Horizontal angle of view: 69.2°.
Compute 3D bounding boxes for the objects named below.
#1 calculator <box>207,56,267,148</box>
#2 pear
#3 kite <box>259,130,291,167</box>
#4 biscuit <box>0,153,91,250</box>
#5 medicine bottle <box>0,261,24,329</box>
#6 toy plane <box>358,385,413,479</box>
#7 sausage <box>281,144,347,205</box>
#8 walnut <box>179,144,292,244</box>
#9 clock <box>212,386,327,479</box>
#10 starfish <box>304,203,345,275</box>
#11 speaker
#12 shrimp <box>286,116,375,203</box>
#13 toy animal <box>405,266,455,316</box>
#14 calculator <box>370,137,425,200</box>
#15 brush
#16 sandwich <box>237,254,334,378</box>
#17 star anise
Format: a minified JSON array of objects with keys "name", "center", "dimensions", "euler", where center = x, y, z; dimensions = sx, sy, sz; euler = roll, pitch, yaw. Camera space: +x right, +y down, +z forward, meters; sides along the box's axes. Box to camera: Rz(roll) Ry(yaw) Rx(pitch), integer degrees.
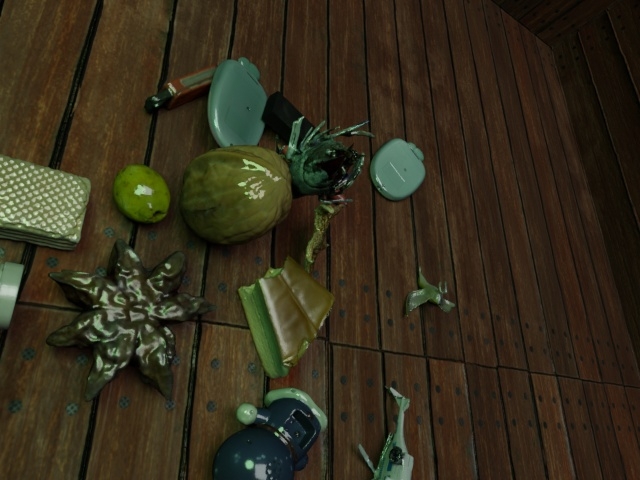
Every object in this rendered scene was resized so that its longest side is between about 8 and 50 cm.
[{"name":"calculator","center":[-0.201,-0.344,1.168],"dimensions":[0.185,0.041,0.298],"euler":[42,48,-46]},{"name":"pear","center":[-0.364,-0.095,0.944],"dimensions":[0.107,0.107,0.131],"euler":[-30,78,-41]},{"name":"kite","center":[-0.114,-0.253,1.265],"dimensions":[0.198,0.006,0.244],"euler":[-8,75,-39]},{"name":"biscuit","center":[-0.619,-0.092,0.762],"dimensions":[0.426,0.078,0.143],"euler":[16,62,-30]},{"name":"medicine bottle","center":[-0.591,0.064,0.679],"dimensions":[0.250,0.131,0.131],"euler":[14,62,-31]},{"name":"toy plane","center":[0.189,0.494,1.098],"dimensions":[0.182,0.107,0.273],"euler":[53,44,-12]},{"name":"sausage","center":[-0.013,-0.177,1.283],"dimensions":[0.253,0.034,0.034],"euler":[41,51,-19]},{"name":"walnut","center":[-0.176,-0.097,0.982],"dimensions":[0.225,0.261,0.224],"euler":[26,57,-49]},{"name":"clock","center":[-0.102,0.404,0.895],"dimensions":[0.199,0.147,0.243],"euler":[56,41,-9]},{"name":"starfish","center":[0.000,0.000,1.127],"dimensions":[0.062,0.235,0.277],"euler":[16,35,5]},{"name":"speaker","center":[-0.062,-0.301,1.266],"dimensions":[0.218,0.044,0.082],"euler":[36,52,-38]},{"name":"shrimp","center":[-0.010,-0.160,1.040],"dimensions":[0.221,0.411,0.166],"euler":[45,56,-17]},{"name":"toy animal","center":[0.335,0.145,1.371],"dimensions":[0.219,0.095,0.155],"euler":[6,71,-36]},{"name":"calculator","center":[0.262,-0.240,1.519],"dimensions":[0.184,0.042,0.295],"euler":[51,50,-8]},{"name":"brush","center":[-0.304,-0.387,1.143],"dimensions":[0.051,0.070,0.323],"euler":[53,46,-6]},{"name":"sandwich","center":[-0.098,0.162,1.025],"dimensions":[0.186,0.108,0.220],"euler":[42,54,-15]},{"name":"star anise","center":[-0.333,0.146,0.852],"dimensions":[0.316,0.108,0.315],"euler":[17,54,-25]}]
